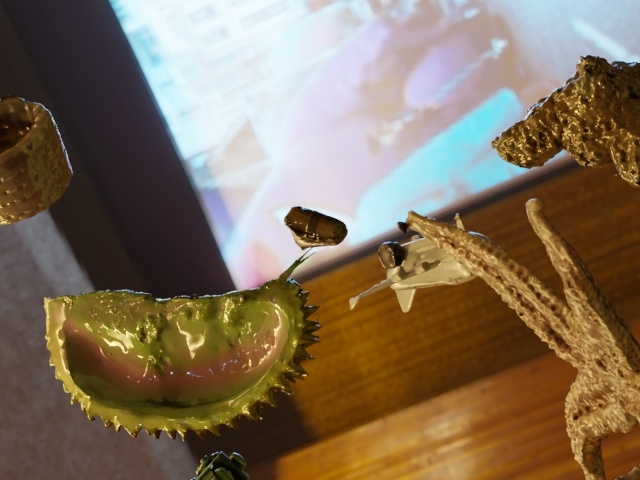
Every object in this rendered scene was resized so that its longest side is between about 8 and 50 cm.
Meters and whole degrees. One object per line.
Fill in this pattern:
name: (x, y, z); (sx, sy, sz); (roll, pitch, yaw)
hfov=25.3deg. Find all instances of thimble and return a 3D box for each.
thimble: (-0.320, -0.082, 1.459); (0.102, 0.115, 0.090); (23, 148, 32)

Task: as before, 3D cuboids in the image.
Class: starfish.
starfish: (0.229, 0.125, 1.309); (0.384, 0.132, 0.398); (50, -179, -11)

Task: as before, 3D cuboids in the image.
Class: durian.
durian: (-0.159, 0.131, 1.661); (0.157, 0.356, 0.169); (-70, -34, -57)

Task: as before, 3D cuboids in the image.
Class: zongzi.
zongzi: (0.000, 0.000, 1.680); (0.040, 0.076, 0.083); (-54, -29, -28)

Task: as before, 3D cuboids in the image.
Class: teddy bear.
teddy bear: (0.381, -0.159, 1.845); (0.256, 0.267, 0.156); (-11, -71, -59)

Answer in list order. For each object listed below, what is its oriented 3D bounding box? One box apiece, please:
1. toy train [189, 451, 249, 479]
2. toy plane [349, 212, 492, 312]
toy train: (-0.162, 0.345, 1.835); (0.071, 0.170, 0.111); (43, -173, 1)
toy plane: (0.160, 0.029, 2.044); (0.255, 0.251, 0.101); (-32, 78, 56)
